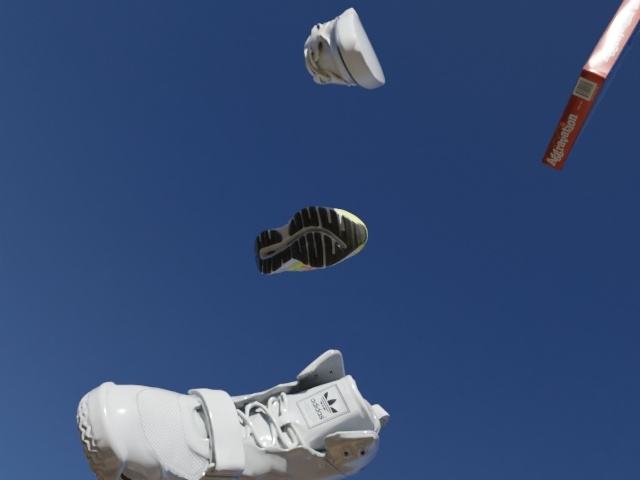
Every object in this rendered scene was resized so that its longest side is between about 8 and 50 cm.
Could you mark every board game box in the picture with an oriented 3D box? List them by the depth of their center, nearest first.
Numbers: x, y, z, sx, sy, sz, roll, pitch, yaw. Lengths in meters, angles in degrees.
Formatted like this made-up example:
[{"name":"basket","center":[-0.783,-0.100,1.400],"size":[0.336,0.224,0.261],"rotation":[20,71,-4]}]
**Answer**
[{"name":"board game box","center":[0.330,-0.219,0.828],"size":[0.027,0.281,0.145],"rotation":[29,-29,14]}]

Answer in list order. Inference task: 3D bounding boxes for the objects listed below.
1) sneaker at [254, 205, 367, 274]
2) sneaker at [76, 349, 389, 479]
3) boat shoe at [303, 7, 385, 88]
[{"name":"sneaker","center":[0.000,0.000,1.015],"size":[0.208,0.094,0.081],"rotation":[-10,-97,51]},{"name":"sneaker","center":[-0.072,0.195,0.797],"size":[0.210,0.137,0.366],"rotation":[-35,-39,11]},{"name":"boat shoe","center":[0.023,-0.224,0.915],"size":[0.084,0.258,0.095],"rotation":[-24,-75,10]}]
